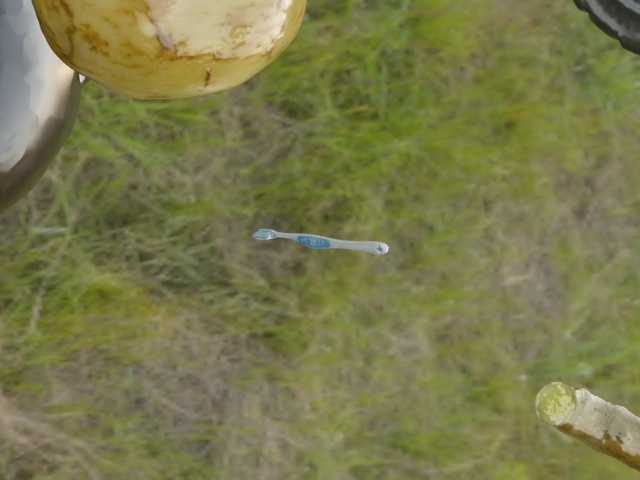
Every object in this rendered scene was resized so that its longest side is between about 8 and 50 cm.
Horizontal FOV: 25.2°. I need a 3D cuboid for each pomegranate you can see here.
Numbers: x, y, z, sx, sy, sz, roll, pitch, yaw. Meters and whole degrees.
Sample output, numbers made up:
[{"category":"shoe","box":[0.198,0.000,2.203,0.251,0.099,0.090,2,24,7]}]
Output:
[{"category":"pomegranate","box":[-0.091,-0.202,0.949,0.215,0.215,0.215,15,71,-49]}]

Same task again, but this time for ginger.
[{"category":"ginger","box":[0.365,0.228,1.551,0.299,0.118,0.065,28,87,-6]}]

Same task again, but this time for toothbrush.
[{"category":"toothbrush","box":[0.000,0.000,1.431,0.017,0.162,0.014,-31,120,-50]}]

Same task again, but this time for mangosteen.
[{"category":"mangosteen","box":[-0.370,-0.156,1.207,0.347,0.307,0.306,-12,92,-8]}]

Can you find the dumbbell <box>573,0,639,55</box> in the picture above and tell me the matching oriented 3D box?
[{"category":"dumbbell","box":[0.229,-0.177,0.821,0.325,0.143,0.143,-19,97,-60]}]
